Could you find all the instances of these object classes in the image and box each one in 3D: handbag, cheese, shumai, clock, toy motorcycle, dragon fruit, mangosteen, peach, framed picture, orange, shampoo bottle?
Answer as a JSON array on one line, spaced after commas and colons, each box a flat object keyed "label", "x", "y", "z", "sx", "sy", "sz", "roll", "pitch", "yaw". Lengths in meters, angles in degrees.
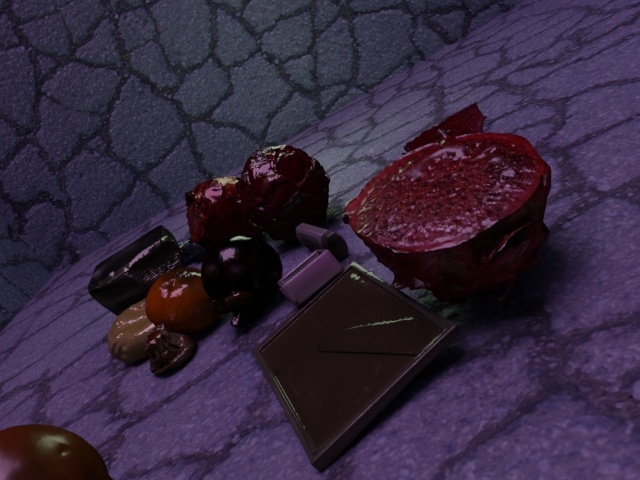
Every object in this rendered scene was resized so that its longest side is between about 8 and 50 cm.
[{"label": "handbag", "x": -0.625, "y": 0.134, "z": 1.910, "sx": 0.341, "sy": 0.240, "sz": 0.247, "roll": -32, "pitch": 22, "yaw": -4}, {"label": "cheese", "x": -0.544, "y": 0.275, "z": 1.660, "sx": 0.226, "sy": 0.117, "sz": 0.214, "roll": -24, "pitch": 28, "yaw": 8}, {"label": "shumai", "x": -0.420, "y": 0.286, "z": 1.453, "sx": 0.146, "sy": 0.116, "sz": 0.145, "roll": -28, "pitch": 19, "yaw": 11}, {"label": "clock", "x": -0.032, "y": 0.090, "z": 1.345, "sx": 0.150, "sy": 0.063, "sz": 0.197, "roll": -39, "pitch": 4, "yaw": -6}, {"label": "toy motorcycle", "x": -0.566, "y": 0.050, "z": 2.190, "sx": 0.272, "sy": 0.123, "sz": 0.182, "roll": -19, "pitch": 14, "yaw": 31}, {"label": "dragon fruit", "x": -0.117, "y": -0.156, "z": 1.769, "sx": 0.329, "sy": 0.329, "sz": 0.329, "roll": -27, "pitch": 21, "yaw": 12}, {"label": "mangosteen", "x": -0.215, "y": 0.113, "z": 1.452, "sx": 0.228, "sy": 0.228, "sz": 0.265, "roll": -21, "pitch": 52, "yaw": 27}, {"label": "dragon fruit", "x": 0.396, "y": -0.277, "z": 1.607, "sx": 0.274, "sy": 0.161, "sz": 0.126, "roll": -29, "pitch": -9, "yaw": 30}, {"label": "dragon fruit", "x": -0.348, "y": -0.096, "z": 1.972, "sx": 0.302, "sy": 0.295, "sz": 0.295, "roll": -5, "pitch": 19, "yaw": -9}, {"label": "peach", "x": -0.513, "y": 0.483, "z": 0.871, "sx": 0.343, "sy": 0.342, "sz": 0.301, "roll": -30, "pitch": 43, "yaw": 5}, {"label": "dragon fruit", "x": 0.252, "y": -0.027, "z": 1.021, "sx": 0.386, "sy": 0.249, "sz": 0.371, "roll": -10, "pitch": 35, "yaw": 30}, {"label": "framed picture", "x": 0.039, "y": 0.207, "z": 1.063, "sx": 0.326, "sy": 0.028, "sz": 0.446, "roll": -42, "pitch": 22, "yaw": -6}, {"label": "orange", "x": -0.397, "y": 0.172, "z": 1.556, "sx": 0.224, "sy": 0.170, "sz": 0.224, "roll": -1, "pitch": 22, "yaw": 0}, {"label": "shampoo bottle", "x": 0.000, "y": 0.000, "z": 1.554, "sx": 0.056, "sy": 0.086, "sz": 0.227, "roll": -39, "pitch": 21, "yaw": -15}]

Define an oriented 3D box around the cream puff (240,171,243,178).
[{"label": "cream puff", "x": -0.216, "y": -0.268, "z": 2.288, "sx": 0.303, "sy": 0.212, "sz": 0.303, "roll": -32, "pitch": 20, "yaw": 14}]
